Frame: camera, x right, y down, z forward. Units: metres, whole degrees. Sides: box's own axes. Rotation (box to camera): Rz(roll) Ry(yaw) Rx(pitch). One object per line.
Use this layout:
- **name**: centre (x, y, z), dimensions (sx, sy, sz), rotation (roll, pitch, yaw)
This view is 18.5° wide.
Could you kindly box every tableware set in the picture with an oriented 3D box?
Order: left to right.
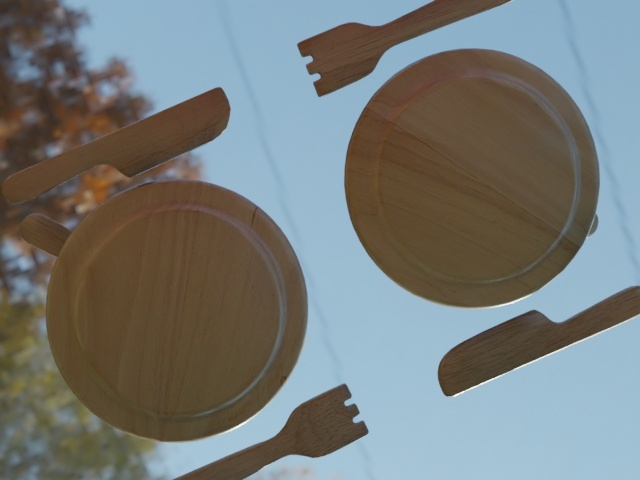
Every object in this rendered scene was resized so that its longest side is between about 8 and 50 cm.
- **tableware set**: centre (0.000, 0.000, 0.662), dimensions (0.039, 0.194, 0.128), rotation (-169, -124, -80)
